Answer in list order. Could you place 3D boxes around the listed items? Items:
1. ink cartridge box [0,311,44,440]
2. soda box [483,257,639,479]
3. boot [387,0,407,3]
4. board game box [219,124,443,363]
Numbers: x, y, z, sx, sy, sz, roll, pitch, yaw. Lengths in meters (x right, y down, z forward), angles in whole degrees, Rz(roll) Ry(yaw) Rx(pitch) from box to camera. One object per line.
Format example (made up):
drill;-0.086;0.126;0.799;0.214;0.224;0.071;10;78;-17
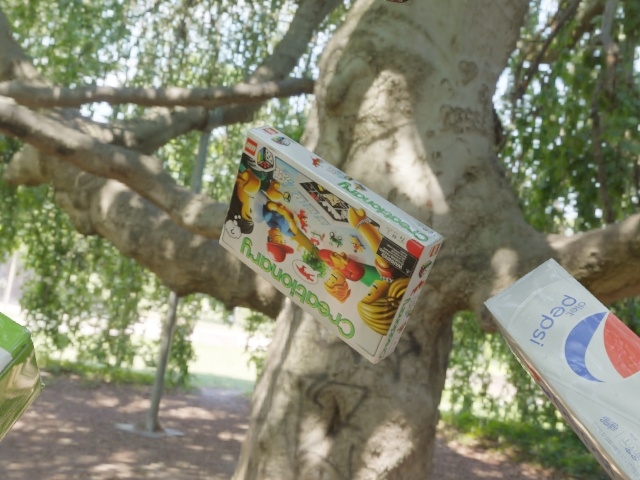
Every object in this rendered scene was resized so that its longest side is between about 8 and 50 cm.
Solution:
ink cartridge box;-0.297;0.111;0.344;0.188;0.255;0.097;31;-33;3
soda box;0.266;0.138;0.659;0.098;0.091;0.286;55;4;-31
boot;0.053;-0.452;1.048;0.244;0.088;0.176;35;-14;-8
board game box;0.000;0.000;0.960;0.305;0.193;0.053;35;35;26
